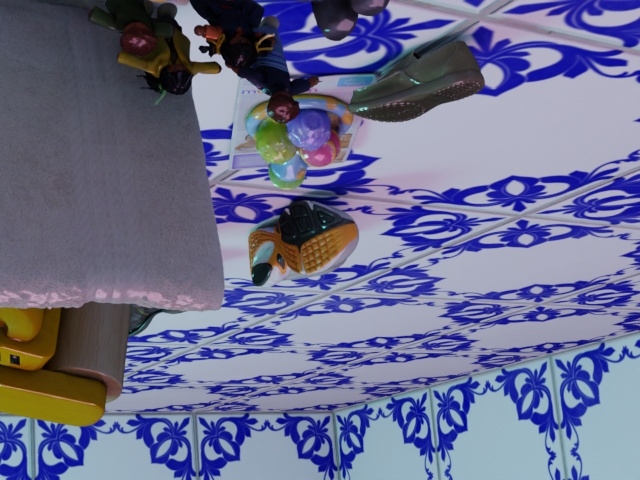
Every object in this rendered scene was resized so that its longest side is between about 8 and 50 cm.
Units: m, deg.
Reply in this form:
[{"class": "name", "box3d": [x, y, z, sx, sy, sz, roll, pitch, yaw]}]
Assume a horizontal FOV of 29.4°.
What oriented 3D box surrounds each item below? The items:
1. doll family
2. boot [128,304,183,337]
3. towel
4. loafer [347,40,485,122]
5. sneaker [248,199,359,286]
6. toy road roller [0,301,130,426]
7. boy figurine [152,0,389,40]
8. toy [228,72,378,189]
[{"class": "doll family", "box3d": [-0.086, -0.148, 0.938, 0.193, 0.111, 0.076, -2, 135, -21]}, {"class": "boot", "box3d": [-0.329, 0.065, 1.806, 0.229, 0.091, 0.263, 17, 151, -42]}, {"class": "towel", "box3d": [-0.182, -0.071, 0.924, 0.187, 0.282, 0.049, 2, 148, -23]}, {"class": "loafer", "box3d": [0.090, -0.149, 1.153, 0.148, 0.050, 0.056, -11, 162, 36]}, {"class": "sneaker", "box3d": [0.000, 0.000, 1.643, 0.121, 0.099, 0.262, -6, 175, -27]}, {"class": "toy road roller", "box3d": [-0.376, 0.082, 1.540, 0.329, 0.202, 0.240, 18, 143, -26]}, {"class": "boy figurine", "box3d": [-0.088, -0.203, 0.815, 0.285, 0.092, 0.177, 1, 167, -33]}, {"class": "toy", "box3d": [-0.022, -0.103, 1.282, 0.137, 0.056, 0.237, -4, 165, -9]}]
